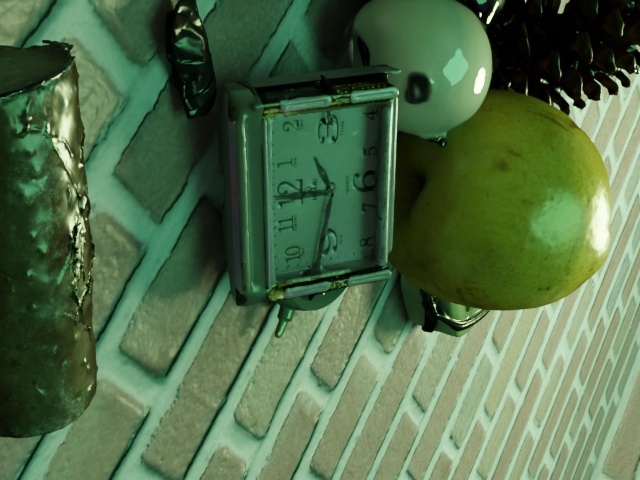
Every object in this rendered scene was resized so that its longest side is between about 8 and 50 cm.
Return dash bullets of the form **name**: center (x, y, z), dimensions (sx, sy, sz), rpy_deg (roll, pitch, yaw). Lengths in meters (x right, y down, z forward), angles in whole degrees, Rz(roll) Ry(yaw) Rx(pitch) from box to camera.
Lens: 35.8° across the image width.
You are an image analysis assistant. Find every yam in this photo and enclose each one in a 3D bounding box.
- **yam**: center (-0.231, 0.000, 0.725), dimensions (0.131, 0.131, 0.279), rpy_deg (-31, 131, -50)

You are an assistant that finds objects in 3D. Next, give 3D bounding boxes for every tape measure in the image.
- **tape measure**: center (0.215, 0.063, 1.529), dimensions (0.207, 0.115, 0.235), rpy_deg (-57, 147, -31)

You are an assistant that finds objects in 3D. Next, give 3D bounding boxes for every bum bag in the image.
- **bum bag**: center (-0.119, -0.168, 0.919), dimensions (0.124, 0.034, 0.057), rpy_deg (76, 27, -42)

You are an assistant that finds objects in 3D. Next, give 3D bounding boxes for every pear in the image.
- **pear**: center (0.225, -0.047, 1.283), dimensions (0.314, 0.314, 0.314), rpy_deg (-35, 133, -48)

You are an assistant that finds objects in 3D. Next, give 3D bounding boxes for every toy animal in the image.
- **toy animal**: center (0.122, -0.237, 1.140), dimensions (0.187, 0.165, 0.235), rpy_deg (47, 54, -60)

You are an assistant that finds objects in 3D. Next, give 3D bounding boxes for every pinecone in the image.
- **pinecone**: center (0.331, -0.289, 1.388), dimensions (0.246, 0.292, 0.246), rpy_deg (-9, 90, -83)

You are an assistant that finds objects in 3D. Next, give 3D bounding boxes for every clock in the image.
- **clock**: center (-0.010, -0.056, 1.031), dimensions (0.187, 0.083, 0.253), rpy_deg (-10, 118, -20)

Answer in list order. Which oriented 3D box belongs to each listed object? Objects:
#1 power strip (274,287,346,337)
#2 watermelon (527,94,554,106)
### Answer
- **power strip**: center (0.000, 0.000, 1.189), dimensions (0.253, 0.054, 0.167), rpy_deg (-60, 147, -24)
- **watermelon**: center (0.354, -0.207, 1.669), dimensions (0.078, 0.078, 0.110), rpy_deg (-19, 121, -55)
